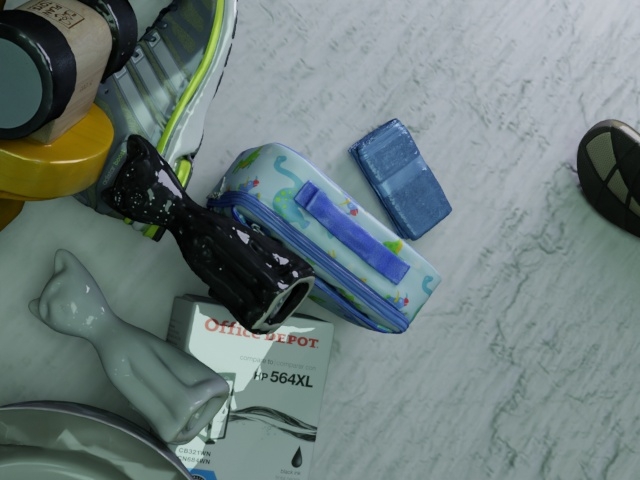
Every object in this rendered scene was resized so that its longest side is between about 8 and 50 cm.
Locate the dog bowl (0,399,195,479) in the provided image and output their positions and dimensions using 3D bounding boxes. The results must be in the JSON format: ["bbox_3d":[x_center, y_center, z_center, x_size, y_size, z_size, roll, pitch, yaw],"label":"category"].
[{"bbox_3d":[-0.246,0.300,1.037,0.349,0.102,0.348,0,98,-2],"label":"dog bowl"}]

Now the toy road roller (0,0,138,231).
[{"bbox_3d":[-0.335,-0.131,0.990,0.330,0.202,0.240,25,115,0],"label":"toy road roller"}]

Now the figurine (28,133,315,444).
[{"bbox_3d":[-0.146,0.046,1.047,0.209,0.092,0.215,40,104,14],"label":"figurine"}]

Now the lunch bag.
[{"bbox_3d":[0.000,0.000,1.129,0.219,0.176,0.090,39,78,-17],"label":"lunch bag"}]

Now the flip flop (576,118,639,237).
[{"bbox_3d":[0.400,-0.049,1.318,0.277,0.112,0.080,31,55,-15],"label":"flip flop"}]

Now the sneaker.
[{"bbox_3d":[-0.159,-0.156,1.109,0.121,0.111,0.299,17,83,-15],"label":"sneaker"}]

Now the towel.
[{"bbox_3d":[0.085,-0.063,1.236,0.067,0.029,0.119,-35,101,-16],"label":"towel"}]

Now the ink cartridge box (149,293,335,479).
[{"bbox_3d":[-0.081,0.164,1.149,0.148,0.086,0.203,10,88,-18],"label":"ink cartridge box"}]
